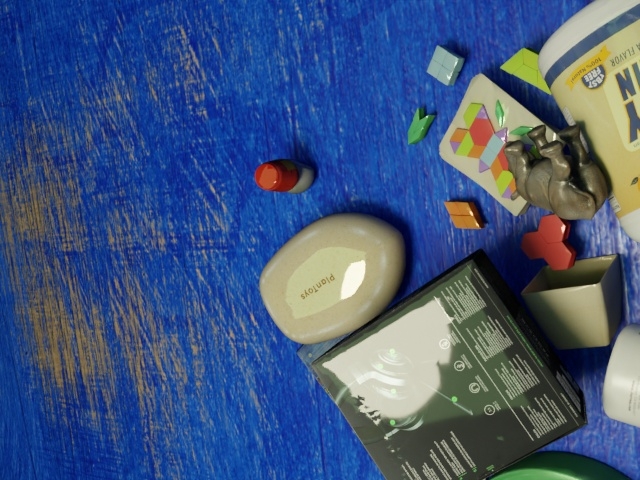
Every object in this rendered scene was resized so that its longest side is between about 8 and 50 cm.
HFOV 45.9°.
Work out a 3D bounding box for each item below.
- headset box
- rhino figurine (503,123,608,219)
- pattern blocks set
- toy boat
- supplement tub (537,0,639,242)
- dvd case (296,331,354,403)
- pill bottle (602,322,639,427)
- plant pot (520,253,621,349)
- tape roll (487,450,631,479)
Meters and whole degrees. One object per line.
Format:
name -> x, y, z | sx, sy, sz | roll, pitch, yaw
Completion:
headset box -> 0.163, 0.192, 1.014 | 0.283, 0.131, 0.246 | -36, 84, 17
rhino figurine -> 0.273, -0.082, 0.930 | 0.073, 0.243, 0.106 | -28, 100, -1
pattern blocks set -> 0.254, -0.132, 1.079 | 0.325, 0.026, 0.285 | 34, 124, 37
toy boat -> 0.000, 0.000, 1.265 | 0.268, 0.148, 0.318 | -29, 85, 22
supplement tub -> 0.418, -0.133, 0.865 | 0.228, 0.228, 0.316 | -32, 79, 36
dvd case -> 0.082, 0.236, 1.314 | 0.253, 0.022, 0.180 | 51, 122, 19
pill bottle -> 0.484, 0.191, 0.934 | 0.229, 0.131, 0.131 | 14, 106, 35
plant pot -> 0.354, 0.089, 1.036 | 0.109, 0.109, 0.096 | -13, 102, 38
tape roll -> 0.363, 0.477, 1.113 | 0.321, 0.077, 0.321 | 8, 104, 36
